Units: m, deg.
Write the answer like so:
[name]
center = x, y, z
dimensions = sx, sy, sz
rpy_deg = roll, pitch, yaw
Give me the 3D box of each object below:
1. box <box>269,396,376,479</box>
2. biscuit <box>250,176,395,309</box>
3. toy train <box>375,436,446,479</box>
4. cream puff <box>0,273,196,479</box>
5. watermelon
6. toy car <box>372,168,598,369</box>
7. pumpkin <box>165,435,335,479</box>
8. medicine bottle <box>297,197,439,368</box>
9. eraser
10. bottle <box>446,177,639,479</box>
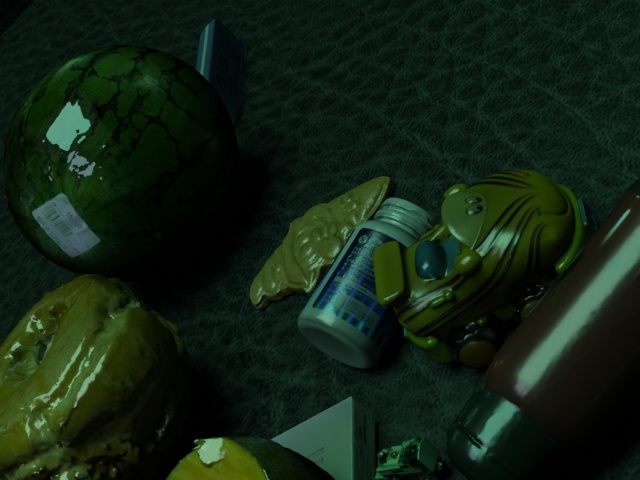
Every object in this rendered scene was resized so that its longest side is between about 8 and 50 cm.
[box]
center = -0.001, 0.258, 1.669
dimensions = 0.129, 0.051, 0.130
rpy_deg = -31, 33, 25
[biscuit]
center = 0.000, 0.000, 2.006
dimensions = 0.250, 0.035, 0.162
rpy_deg = -41, 35, 6
[toy train]
center = 0.090, 0.234, 1.582
dimensions = 0.083, 0.053, 0.033
rpy_deg = -16, 42, 39
[cream puff]
center = -0.282, 0.204, 1.908
dimensions = 0.343, 0.231, 0.327
rpy_deg = -22, 34, 42
[watermelon]
center = -0.283, -0.112, 2.196
dimensions = 0.363, 0.363, 0.363
rpy_deg = -32, 33, 24
[toy car]
center = 0.172, 0.015, 1.652
dimensions = 0.248, 0.142, 0.200
rpy_deg = -36, 32, 21
[pumpkin]
center = -0.117, 0.348, 1.568
dimensions = 0.222, 0.139, 0.317
rpy_deg = 34, 94, 44
[medicine bottle]
center = 0.063, 0.048, 1.786
dimensions = 0.107, 0.107, 0.191
rpy_deg = 5, 57, 54
[eraser]
center = -0.166, -0.274, 2.489
dimensions = 0.036, 0.082, 0.225
rpy_deg = -33, 32, 25
[bottle]
center = 0.257, 0.106, 1.440
dimensions = 0.336, 0.144, 0.144
rpy_deg = -50, 30, -5
